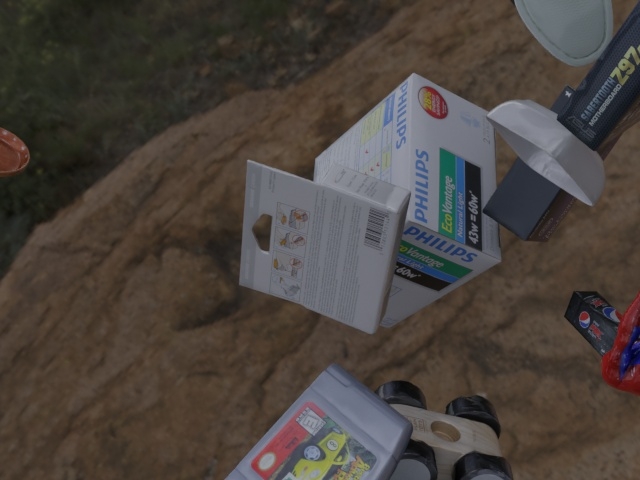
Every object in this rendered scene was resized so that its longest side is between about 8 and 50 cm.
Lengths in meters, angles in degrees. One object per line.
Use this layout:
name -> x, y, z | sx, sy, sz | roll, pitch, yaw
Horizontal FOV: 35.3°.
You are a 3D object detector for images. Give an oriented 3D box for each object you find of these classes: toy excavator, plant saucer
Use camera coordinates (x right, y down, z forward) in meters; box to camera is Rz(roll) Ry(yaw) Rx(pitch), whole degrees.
toy excavator -> 0.094, 0.494, 1.851 | 0.222, 0.433, 0.445 | -92, 18, -64
plant saucer -> -0.358, -0.097, 1.089 | 0.013, 0.083, 0.083 | -58, 28, 32

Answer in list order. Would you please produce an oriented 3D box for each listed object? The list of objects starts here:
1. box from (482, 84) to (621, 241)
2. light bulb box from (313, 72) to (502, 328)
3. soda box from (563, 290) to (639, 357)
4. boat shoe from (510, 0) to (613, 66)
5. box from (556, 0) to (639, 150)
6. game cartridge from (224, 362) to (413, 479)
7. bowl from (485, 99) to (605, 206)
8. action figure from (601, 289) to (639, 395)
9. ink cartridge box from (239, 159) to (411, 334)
box -> 0.419, -0.129, 1.785 | 0.103, 0.184, 0.261 | 38, 105, 23
light bulb box -> 0.160, -0.070, 2.013 | 0.361, 0.225, 0.358 | -37, 40, 47
soda box -> 0.491, 0.153, 1.725 | 0.169, 0.053, 0.060 | -124, 43, -53
boat shoe -> 0.257, -0.346, 1.218 | 0.114, 0.302, 0.091 | -24, -1, 2
box -> 0.359, -0.205, 1.028 | 0.059, 0.183, 0.233 | 44, 46, 15
game cartridge -> -0.003, 0.351, 1.550 | 0.196, 0.060, 0.294 | 36, 75, 27
bowl -> 0.283, -0.115, 1.228 | 0.053, 0.142, 0.142 | -50, 43, 1
action figure -> 0.287, 0.064, 0.747 | 0.280, 0.091, 0.139 | 126, 162, -83
ink cartridge box -> 0.000, 0.000, 1.681 | 0.261, 0.296, 0.066 | 20, 45, 12
